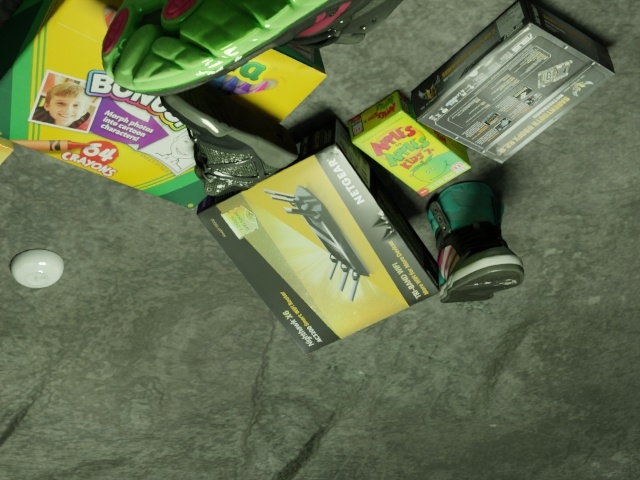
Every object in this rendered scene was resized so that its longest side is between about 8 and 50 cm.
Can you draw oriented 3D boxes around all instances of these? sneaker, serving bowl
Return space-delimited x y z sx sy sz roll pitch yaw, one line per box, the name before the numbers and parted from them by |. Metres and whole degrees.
sneaker | -0.146 -0.127 1.939 0.130 0.087 0.227 -39 142 21
sneaker | 0.241 -0.006 2.278 0.124 0.178 0.295 -4 171 -9
serving bowl | -0.443 0.049 2.318 0.083 0.027 0.083 -7 143 -5
sneaker | -0.030 -0.284 1.781 0.483 0.185 0.202 -26 147 -8

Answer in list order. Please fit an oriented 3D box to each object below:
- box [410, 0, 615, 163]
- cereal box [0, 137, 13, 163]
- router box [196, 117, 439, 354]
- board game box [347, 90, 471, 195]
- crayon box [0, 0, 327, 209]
box | 0.273 -0.223 2.108 0.183 0.056 0.231 22 133 -36
cereal box | -0.565 -0.104 2.075 0.173 0.047 0.240 21 133 -34
router box | 0.000 0.000 2.220 0.243 0.081 0.309 -27 119 19
board game box | 0.133 -0.141 2.192 0.092 0.043 0.181 -31 138 25
crayon box | -0.231 -0.218 1.957 0.363 0.106 0.313 21 133 -34
